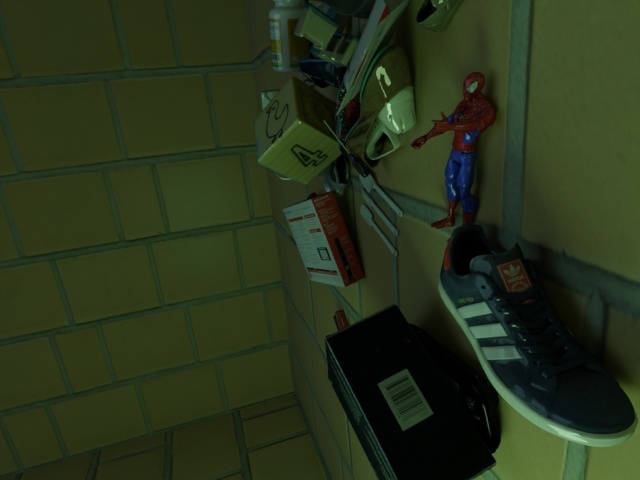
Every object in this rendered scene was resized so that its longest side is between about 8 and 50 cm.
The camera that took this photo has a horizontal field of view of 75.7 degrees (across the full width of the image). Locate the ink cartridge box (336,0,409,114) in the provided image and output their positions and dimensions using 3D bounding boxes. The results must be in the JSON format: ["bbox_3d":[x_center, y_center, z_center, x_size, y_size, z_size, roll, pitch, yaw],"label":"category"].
[{"bbox_3d":[0.085,-0.363,0.772,0.056,0.225,0.181,32,138,3],"label":"ink cartridge box"}]

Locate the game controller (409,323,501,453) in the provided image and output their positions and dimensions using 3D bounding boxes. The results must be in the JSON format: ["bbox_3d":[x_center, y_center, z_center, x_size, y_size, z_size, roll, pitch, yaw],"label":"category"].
[{"bbox_3d":[0.261,0.299,0.876,0.319,0.067,0.167,-147,48,-71],"label":"game controller"}]

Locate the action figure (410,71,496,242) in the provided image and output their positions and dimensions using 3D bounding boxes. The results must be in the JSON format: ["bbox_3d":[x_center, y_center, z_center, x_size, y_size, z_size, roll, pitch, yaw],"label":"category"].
[{"bbox_3d":[0.202,-0.125,0.675,0.091,0.138,0.281,-124,30,-53],"label":"action figure"}]

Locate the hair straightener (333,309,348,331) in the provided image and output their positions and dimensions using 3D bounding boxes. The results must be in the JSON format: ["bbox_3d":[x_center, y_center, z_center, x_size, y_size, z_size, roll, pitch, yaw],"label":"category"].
[{"bbox_3d":[0.103,0.389,1.598,0.089,0.047,0.231,106,146,-60],"label":"hair straightener"}]

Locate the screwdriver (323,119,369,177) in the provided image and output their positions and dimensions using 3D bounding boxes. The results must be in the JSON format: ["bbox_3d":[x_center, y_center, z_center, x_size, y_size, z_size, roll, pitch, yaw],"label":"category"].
[{"bbox_3d":[0.059,-0.217,0.984,0.170,0.025,0.024,45,171,-15],"label":"screwdriver"}]

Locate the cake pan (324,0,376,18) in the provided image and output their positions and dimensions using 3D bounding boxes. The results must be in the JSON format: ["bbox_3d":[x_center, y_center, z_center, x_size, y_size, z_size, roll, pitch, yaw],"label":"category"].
[{"bbox_3d":[0.051,-0.618,0.862,0.293,0.054,0.293,51,159,28],"label":"cake pan"}]

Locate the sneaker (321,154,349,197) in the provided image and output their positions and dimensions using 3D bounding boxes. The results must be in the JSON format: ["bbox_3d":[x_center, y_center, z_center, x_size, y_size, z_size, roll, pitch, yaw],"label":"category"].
[{"bbox_3d":[0.039,-0.260,1.306,0.229,0.086,0.132,66,158,9],"label":"sneaker"}]

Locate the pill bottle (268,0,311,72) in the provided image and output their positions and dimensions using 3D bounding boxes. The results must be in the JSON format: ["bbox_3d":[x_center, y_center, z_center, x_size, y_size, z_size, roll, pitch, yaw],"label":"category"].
[{"bbox_3d":[-0.103,-0.704,1.382,0.136,0.136,0.246,-123,26,-55],"label":"pill bottle"}]

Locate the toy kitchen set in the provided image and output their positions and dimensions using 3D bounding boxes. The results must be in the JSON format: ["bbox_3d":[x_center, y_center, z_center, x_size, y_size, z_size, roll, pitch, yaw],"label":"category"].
[{"bbox_3d":[0.004,-0.520,0.988,0.122,0.165,0.207,-61,35,16],"label":"toy kitchen set"}]

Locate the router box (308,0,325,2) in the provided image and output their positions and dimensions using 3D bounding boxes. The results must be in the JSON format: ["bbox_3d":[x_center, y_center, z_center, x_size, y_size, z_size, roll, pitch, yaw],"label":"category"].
[{"bbox_3d":[-0.011,-0.831,1.057,0.243,0.080,0.309,120,137,-68],"label":"router box"}]

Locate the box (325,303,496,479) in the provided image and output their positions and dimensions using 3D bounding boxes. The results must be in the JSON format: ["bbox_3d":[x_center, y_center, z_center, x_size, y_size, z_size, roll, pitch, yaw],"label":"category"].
[{"bbox_3d":[0.163,0.373,0.906,0.343,0.178,0.313,60,166,29],"label":"box"}]

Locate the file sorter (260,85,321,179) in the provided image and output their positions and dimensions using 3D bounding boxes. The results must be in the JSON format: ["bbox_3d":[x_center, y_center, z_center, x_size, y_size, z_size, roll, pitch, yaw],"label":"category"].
[{"bbox_3d":[-0.087,-0.376,1.460,0.173,0.192,0.278,-124,27,-49],"label":"file sorter"}]

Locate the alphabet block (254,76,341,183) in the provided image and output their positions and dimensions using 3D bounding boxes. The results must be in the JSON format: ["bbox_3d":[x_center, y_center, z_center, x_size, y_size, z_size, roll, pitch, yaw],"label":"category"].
[{"bbox_3d":[-0.061,-0.317,1.216,0.197,0.193,0.193,-36,51,36],"label":"alphabet block"}]

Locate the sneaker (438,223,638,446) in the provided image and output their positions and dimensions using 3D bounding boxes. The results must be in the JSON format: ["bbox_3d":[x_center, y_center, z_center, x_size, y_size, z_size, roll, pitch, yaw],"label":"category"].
[{"bbox_3d":[0.271,0.098,0.567,0.350,0.131,0.148,-122,21,-54],"label":"sneaker"}]

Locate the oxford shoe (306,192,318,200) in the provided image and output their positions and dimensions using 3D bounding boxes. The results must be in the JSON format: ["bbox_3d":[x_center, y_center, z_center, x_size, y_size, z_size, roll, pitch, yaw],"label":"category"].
[{"bbox_3d":[-0.025,-0.064,1.677,0.098,0.096,0.272,-92,8,-57],"label":"oxford shoe"}]

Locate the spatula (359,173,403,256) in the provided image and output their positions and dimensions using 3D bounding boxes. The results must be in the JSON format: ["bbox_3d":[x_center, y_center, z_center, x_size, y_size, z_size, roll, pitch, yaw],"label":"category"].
[{"bbox_3d":[0.153,-0.081,1.102,0.242,0.019,0.168,-119,24,-50],"label":"spatula"}]

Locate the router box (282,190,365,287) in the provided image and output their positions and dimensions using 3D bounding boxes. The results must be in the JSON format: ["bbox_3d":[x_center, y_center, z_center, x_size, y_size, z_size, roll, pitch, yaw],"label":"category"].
[{"bbox_3d":[0.000,0.000,1.434,0.335,0.082,0.302,-1,111,69],"label":"router box"}]

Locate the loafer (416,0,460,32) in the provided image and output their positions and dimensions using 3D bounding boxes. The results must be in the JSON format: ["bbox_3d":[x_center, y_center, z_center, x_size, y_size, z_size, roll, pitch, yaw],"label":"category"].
[{"bbox_3d":[0.197,-0.395,0.651,0.148,0.050,0.056,109,147,-62],"label":"loafer"}]

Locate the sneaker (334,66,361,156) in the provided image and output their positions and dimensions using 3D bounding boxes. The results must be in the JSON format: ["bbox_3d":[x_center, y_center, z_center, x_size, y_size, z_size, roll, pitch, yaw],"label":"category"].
[{"bbox_3d":[0.072,-0.347,1.054,0.262,0.103,0.125,98,158,-51],"label":"sneaker"}]

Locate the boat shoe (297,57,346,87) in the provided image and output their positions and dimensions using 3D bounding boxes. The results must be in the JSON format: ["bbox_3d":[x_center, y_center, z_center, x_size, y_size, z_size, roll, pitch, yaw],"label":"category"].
[{"bbox_3d":[-0.004,-0.497,1.226,0.258,0.108,0.089,-124,24,-61],"label":"boat shoe"}]

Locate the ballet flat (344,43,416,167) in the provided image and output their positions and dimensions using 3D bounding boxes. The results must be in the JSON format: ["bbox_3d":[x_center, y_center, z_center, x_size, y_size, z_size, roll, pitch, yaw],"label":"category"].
[{"bbox_3d":[0.137,-0.260,0.893,0.124,0.116,0.342,55,160,11],"label":"ballet flat"}]
